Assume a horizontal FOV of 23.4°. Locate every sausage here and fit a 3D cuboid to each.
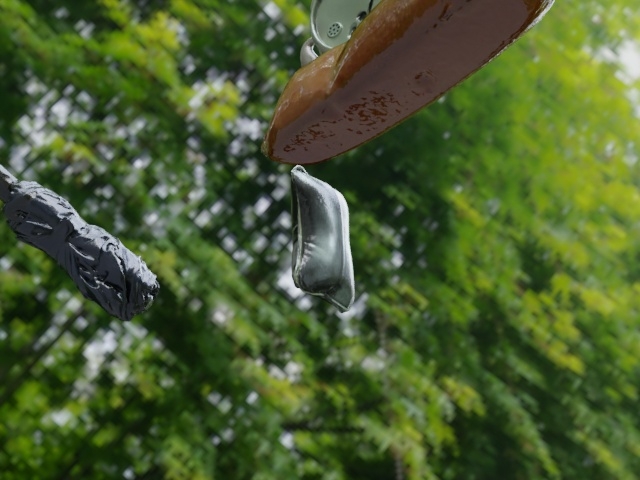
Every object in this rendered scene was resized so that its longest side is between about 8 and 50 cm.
[{"bbox_3d":[0.072,-0.158,1.309,0.094,0.097,0.348,38,-47,-18],"label":"sausage"}]

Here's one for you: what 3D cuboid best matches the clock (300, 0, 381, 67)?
[{"bbox_3d":[0.054,-0.252,1.734,0.191,0.151,0.062,-3,-24,38],"label":"clock"}]

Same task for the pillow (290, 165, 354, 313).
[{"bbox_3d":[0.002,-0.001,1.531,0.091,0.135,0.055,13,-25,-27],"label":"pillow"}]

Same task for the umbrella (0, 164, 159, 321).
[{"bbox_3d":[-0.256,-0.018,1.484,0.248,0.071,0.071,42,-27,11],"label":"umbrella"}]
